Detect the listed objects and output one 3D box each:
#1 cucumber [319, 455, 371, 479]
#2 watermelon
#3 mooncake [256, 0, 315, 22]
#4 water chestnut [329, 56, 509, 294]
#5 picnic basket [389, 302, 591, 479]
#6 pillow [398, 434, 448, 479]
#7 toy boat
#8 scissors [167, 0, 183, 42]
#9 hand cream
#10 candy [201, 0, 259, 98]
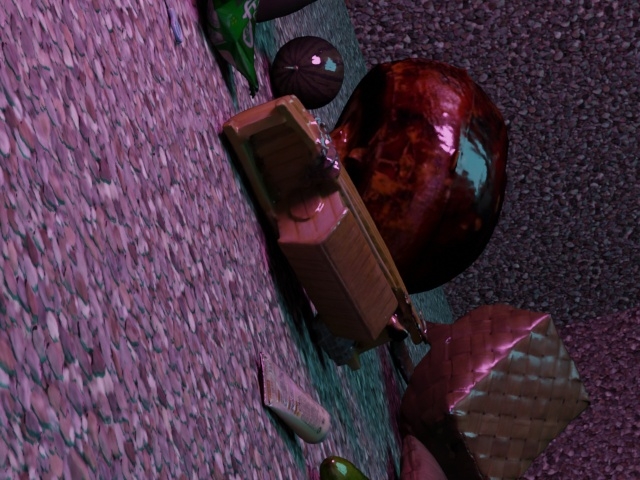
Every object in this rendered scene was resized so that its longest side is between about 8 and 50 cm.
[{"bbox_3d":[0.042,0.293,1.764,0.250,0.056,0.056,52,24,-65],"label":"cucumber"},{"bbox_3d":[-0.022,-0.237,2.180,0.133,0.105,0.105,-9,83,-69],"label":"watermelon"},{"bbox_3d":[-0.065,-0.452,2.121,0.306,0.154,0.306,-18,90,-83],"label":"mooncake"},{"bbox_3d":[0.093,-0.093,2.114,0.350,0.302,0.350,-163,-90,-79],"label":"water chestnut"},{"bbox_3d":[0.244,0.255,2.652,0.337,0.337,0.293,-92,158,-59],"label":"picnic basket"},{"bbox_3d":[0.167,0.424,2.289,0.223,0.084,0.236,-63,134,-77],"label":"pillow"},{"bbox_3d":[0.000,0.000,1.826,0.162,0.136,0.445,-103,168,-49],"label":"toy boat"},{"bbox_3d":[-0.155,-0.242,1.589,0.036,0.006,0.083,-27,101,-84],"label":"scissors"},{"bbox_3d":[-0.031,0.170,1.588,0.143,0.039,0.061,49,32,-52],"label":"hand cream"},{"bbox_3d":[-0.102,-0.280,1.799,0.203,0.078,0.141,84,9,-53],"label":"candy"}]
